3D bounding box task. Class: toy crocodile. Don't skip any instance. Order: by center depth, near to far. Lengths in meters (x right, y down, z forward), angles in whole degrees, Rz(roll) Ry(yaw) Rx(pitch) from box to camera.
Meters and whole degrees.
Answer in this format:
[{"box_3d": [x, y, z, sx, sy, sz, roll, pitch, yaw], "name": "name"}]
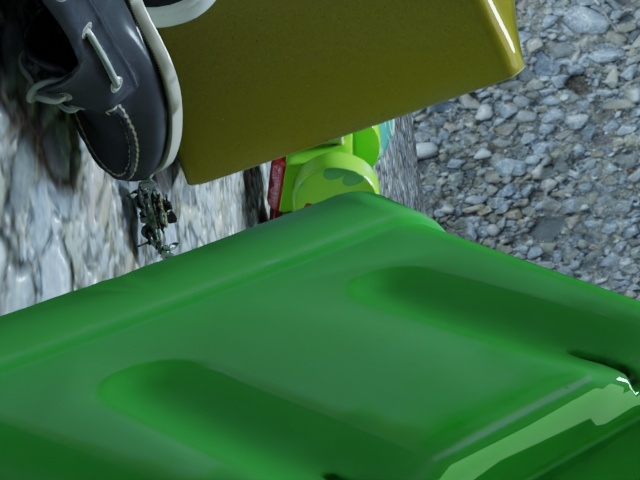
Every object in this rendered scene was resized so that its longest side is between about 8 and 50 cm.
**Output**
[{"box_3d": [0.000, 0.000, 1.229, 0.115, 0.105, 0.340, -86, 172, -55], "name": "toy crocodile"}]

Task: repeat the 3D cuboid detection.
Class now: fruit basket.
[{"box_3d": [-0.017, 0.177, 0.555, 0.283, 0.392, 0.392, -20, 109, -38], "name": "fruit basket"}]

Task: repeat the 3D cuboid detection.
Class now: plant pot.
[{"box_3d": [-0.008, -0.183, 0.950, 0.212, 0.212, 0.187, -80, 149, -65], "name": "plant pot"}]

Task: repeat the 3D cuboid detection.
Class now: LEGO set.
[{"box_3d": [-0.093, -0.024, 0.821, 0.054, 0.023, 0.083, 77, -3, -52], "name": "LEGO set"}]

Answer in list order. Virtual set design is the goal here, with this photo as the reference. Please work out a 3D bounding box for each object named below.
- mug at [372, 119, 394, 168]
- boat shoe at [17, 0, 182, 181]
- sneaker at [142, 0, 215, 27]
[{"box_3d": [0.016, -0.112, 1.391, 0.129, 0.097, 0.158, -76, 158, -69], "name": "mug"}, {"box_3d": [-0.112, -0.091, 0.653, 0.065, 0.075, 0.206, -42, 149, -24], "name": "boat shoe"}, {"box_3d": [-0.101, -0.215, 0.730, 0.121, 0.079, 0.217, 64, 13, -60], "name": "sneaker"}]
